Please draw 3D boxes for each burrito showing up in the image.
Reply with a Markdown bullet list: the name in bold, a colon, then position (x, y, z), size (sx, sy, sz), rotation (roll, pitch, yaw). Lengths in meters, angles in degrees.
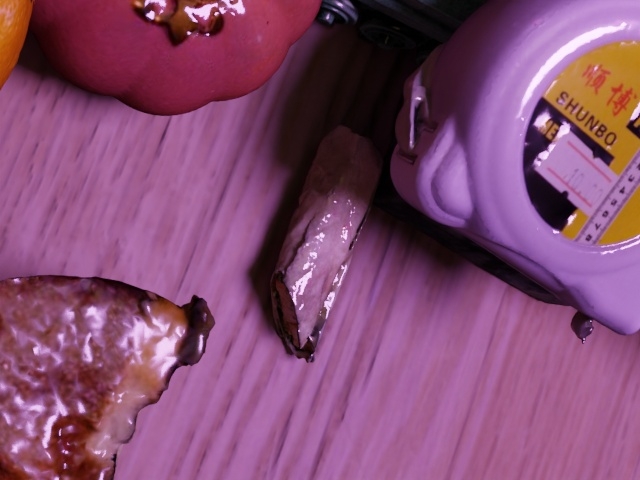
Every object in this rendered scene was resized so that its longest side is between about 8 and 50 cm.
- **burrito**: position (0.000, 0.000, 0.662), size (0.055, 0.041, 0.149), rotation (27, 79, -38)

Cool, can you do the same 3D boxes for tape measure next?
- **tape measure**: position (0.144, -0.060, 0.603), size (0.196, 0.105, 0.178), rotation (37, 93, -25)

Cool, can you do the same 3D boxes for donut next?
- **donut**: position (-0.168, 0.080, 0.536), size (0.144, 0.126, 0.186), rotation (35, 72, -16)

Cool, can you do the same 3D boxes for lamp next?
- **lamp**: position (-0.080, -0.158, 0.564), size (0.182, 0.140, 0.181), rotation (-2, 94, -25)

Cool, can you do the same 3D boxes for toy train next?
- **toy train**: position (0.066, -0.156, 0.655), size (0.171, 0.111, 0.071), rotation (21, 79, -27)

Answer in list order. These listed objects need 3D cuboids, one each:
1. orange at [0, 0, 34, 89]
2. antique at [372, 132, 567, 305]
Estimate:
- **orange**: position (-0.239, -0.120, 0.434), size (0.240, 0.240, 0.239), rotation (-1, 92, -27)
- **antique**: position (0.136, -0.024, 0.706), size (0.183, 0.086, 0.088), rotation (29, 79, -25)
